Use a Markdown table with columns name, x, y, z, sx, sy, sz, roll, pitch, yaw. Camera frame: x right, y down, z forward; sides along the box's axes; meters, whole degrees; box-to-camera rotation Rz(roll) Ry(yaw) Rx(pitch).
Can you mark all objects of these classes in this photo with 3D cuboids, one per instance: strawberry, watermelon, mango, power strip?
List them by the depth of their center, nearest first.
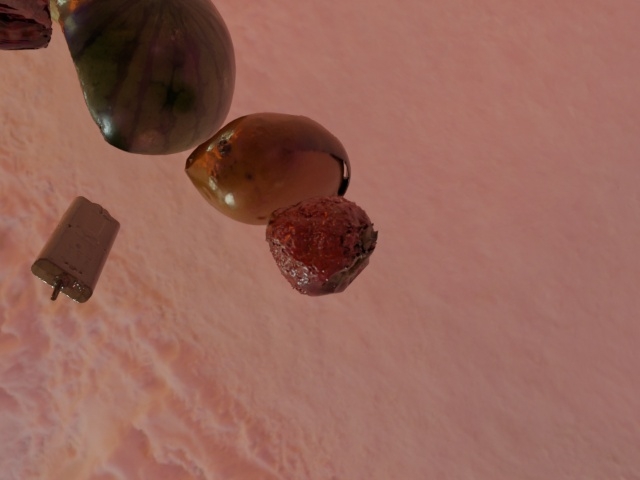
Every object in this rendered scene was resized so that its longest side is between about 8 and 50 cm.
| name | x | y | z | sx | sy | sz | roll | pitch | yaw |
| --- | --- | --- | --- | --- | --- | --- | --- | --- | --- |
| strawberry | -0.001 | 0.001 | 0.539 | 0.106 | 0.106 | 0.106 | 3 | 96 | 27 |
| mango | -0.054 | -0.096 | 0.814 | 0.166 | 0.236 | 0.136 | -37 | 65 | 31 |
| power strip | -0.379 | 0.016 | 0.917 | 0.034 | 0.268 | 0.092 | -42 | 116 | 16 |
| watermelon | -0.251 | -0.312 | 0.924 | 0.189 | 0.330 | 0.331 | -25 | 82 | 49 |

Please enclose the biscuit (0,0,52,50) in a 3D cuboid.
| name | x | y | z | sx | sy | sz | roll | pitch | yaw |
| --- | --- | --- | --- | --- | --- | --- | --- | --- | --- |
| biscuit | -0.246 | -0.214 | 0.374 | 0.235 | 0.151 | 0.063 | -39 | 39 | 53 |
